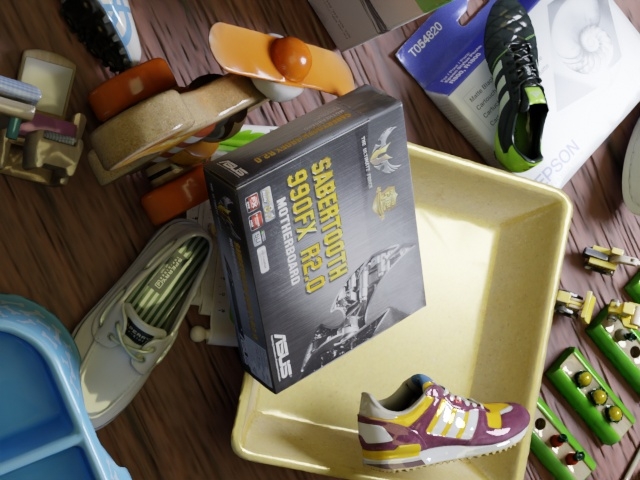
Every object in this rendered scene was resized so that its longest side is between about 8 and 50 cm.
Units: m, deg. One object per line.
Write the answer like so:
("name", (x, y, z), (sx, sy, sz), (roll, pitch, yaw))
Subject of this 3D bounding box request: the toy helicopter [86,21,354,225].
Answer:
("toy helicopter", (-0.103, -0.110, 1.564), (0.235, 0.355, 0.140), (-26, 93, 11))

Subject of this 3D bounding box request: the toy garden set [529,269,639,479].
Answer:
("toy garden set", (0.346, 0.177, 1.928), (0.244, 0.049, 0.204), (-45, 104, -18))

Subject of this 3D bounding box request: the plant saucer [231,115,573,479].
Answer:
("plant saucer", (0.071, 0.075, 1.788), (0.333, 0.081, 0.332), (15, 82, -28))

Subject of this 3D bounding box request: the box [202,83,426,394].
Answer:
("box", (0.000, 0.000, 1.620), (0.183, 0.056, 0.231), (-28, 129, -26))

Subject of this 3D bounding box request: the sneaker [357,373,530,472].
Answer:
("sneaker", (0.121, 0.165, 1.730), (0.185, 0.069, 0.083), (-11, 100, -30))

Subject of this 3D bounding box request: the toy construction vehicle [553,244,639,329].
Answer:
("toy construction vehicle", (0.300, 0.048, 1.904), (0.098, 0.035, 0.086), (19, 69, 7))

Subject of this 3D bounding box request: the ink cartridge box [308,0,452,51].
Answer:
("ink cartridge box", (0.113, -0.296, 1.730), (0.198, 0.273, 0.114), (-35, 99, -20))

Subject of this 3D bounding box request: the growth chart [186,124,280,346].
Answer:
("growth chart", (-0.062, -0.004, 1.782), (0.172, 0.021, 0.237), (-4, 90, -24))

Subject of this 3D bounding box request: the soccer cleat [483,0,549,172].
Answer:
("soccer cleat", (0.203, -0.158, 1.819), (0.060, 0.072, 0.178), (-4, 90, -20))

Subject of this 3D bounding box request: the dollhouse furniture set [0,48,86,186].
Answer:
("dollhouse furniture set", (-0.299, -0.181, 1.536), (0.286, 0.303, 0.198), (14, 83, -22))

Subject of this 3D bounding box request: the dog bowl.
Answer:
("dog bowl", (-0.272, 0.194, 1.632), (0.166, 0.074, 0.297), (-22, 97, -4))

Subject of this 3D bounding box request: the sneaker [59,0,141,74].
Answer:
("sneaker", (-0.216, -0.271, 1.695), (0.086, 0.085, 0.237), (-28, 102, -29))

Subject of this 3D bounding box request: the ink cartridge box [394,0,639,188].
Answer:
("ink cartridge box", (0.224, -0.186, 1.893), (0.224, 0.045, 0.223), (47, 73, -14))

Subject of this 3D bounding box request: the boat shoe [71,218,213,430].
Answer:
("boat shoe", (-0.176, 0.078, 1.689), (0.083, 0.076, 0.226), (29, 85, -16))

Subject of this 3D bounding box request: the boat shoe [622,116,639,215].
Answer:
("boat shoe", (0.428, -0.151, 1.944), (0.097, 0.117, 0.324), (40, 71, -46))
